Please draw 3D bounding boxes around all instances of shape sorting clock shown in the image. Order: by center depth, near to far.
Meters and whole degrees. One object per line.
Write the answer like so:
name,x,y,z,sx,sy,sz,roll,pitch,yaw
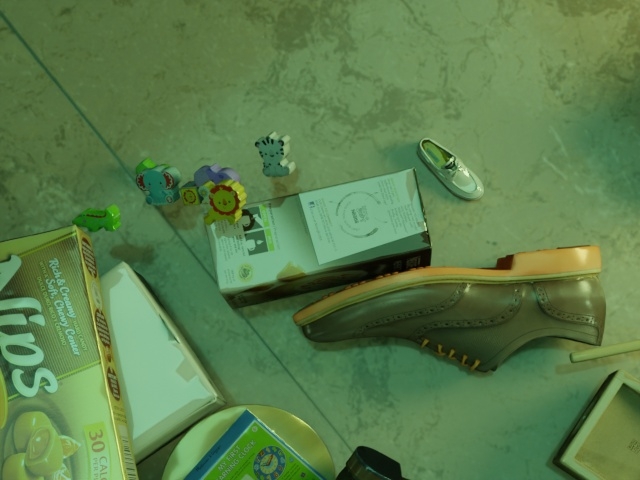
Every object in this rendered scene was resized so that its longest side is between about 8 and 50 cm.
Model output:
shape sorting clock,-0.084,0.289,1.915,0.206,0.040,0.206,-3,100,-16

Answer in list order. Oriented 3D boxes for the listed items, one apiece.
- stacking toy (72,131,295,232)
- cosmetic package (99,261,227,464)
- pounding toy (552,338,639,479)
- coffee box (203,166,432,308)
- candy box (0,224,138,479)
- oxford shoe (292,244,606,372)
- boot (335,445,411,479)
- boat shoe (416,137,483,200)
stacking toy,-0.154,-0.067,1.907,0.221,0.167,0.052,-3,111,26
cosmetic package,-0.312,0.208,1.903,0.366,0.155,0.197,-33,81,-4
pounding toy,0.354,0.189,1.907,0.181,0.094,0.206,34,84,6
coffee box,0.000,0.000,1.930,0.247,0.141,0.098,-13,80,1
candy box,-0.313,0.158,1.788,0.183,0.087,0.316,-13,79,1
oxford shoe,0.152,0.093,1.919,0.364,0.130,0.132,-9,88,2
boot,0.103,0.335,1.916,0.219,0.082,0.106,35,106,-4
boat shoe,0.155,-0.087,1.989,0.035,0.035,0.100,-44,81,-5
